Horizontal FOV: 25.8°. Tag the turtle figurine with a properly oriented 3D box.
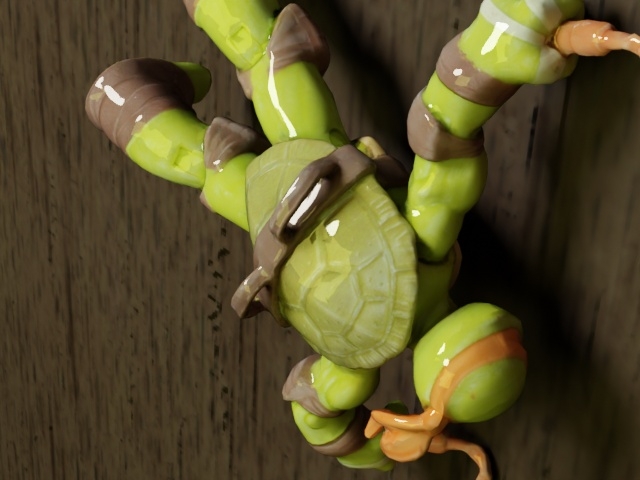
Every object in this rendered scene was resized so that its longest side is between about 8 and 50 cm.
[{"bbox_3d":[0.000,0.000,0.489,0.217,0.087,0.269,48,141,28],"label":"turtle figurine"}]
